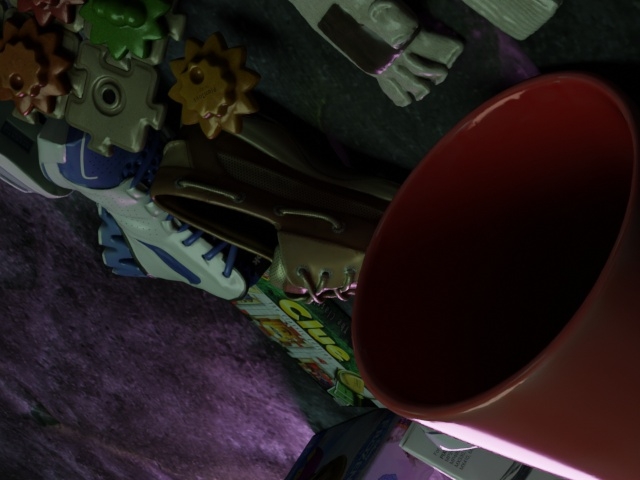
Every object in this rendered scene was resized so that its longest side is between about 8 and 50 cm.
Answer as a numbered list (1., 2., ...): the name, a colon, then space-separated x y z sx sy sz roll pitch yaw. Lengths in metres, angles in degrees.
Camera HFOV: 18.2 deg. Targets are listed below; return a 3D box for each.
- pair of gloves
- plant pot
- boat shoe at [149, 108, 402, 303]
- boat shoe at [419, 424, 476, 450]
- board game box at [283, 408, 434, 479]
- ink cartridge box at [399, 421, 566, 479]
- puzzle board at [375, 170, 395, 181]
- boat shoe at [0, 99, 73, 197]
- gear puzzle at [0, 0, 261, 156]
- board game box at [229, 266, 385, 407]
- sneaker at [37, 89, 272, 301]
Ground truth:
1. pair of gloves: 0.041 -0.188 1.408 0.204 0.042 0.240 39 156 -14
2. plant pot: 0.200 0.054 1.432 0.243 0.275 0.275 34 160 -31
3. boat shoe: 0.000 0.000 1.707 0.324 0.120 0.122 28 157 14
4. boat shoe: 0.182 0.109 1.668 0.258 0.095 0.084 -21 124 27
5. board game box: -0.012 0.331 2.164 0.066 0.318 0.318 37 156 -9
6. ink cartridge box: 0.202 0.211 1.861 0.237 0.100 0.172 29 176 8
7. puzzle board: 0.073 -0.010 1.762 0.096 0.011 0.128 34 158 -1
8. boat shoe: -0.342 -0.117 2.006 0.081 0.079 0.227 -4 141 49
9. gear puzzle: -0.199 -0.160 1.650 0.339 0.044 0.175 24 113 21
10. board game box: -0.019 0.086 2.055 0.260 0.030 0.136 44 153 -24
11. sneaker: -0.125 -0.043 1.839 0.182 0.127 0.315 18 158 21
